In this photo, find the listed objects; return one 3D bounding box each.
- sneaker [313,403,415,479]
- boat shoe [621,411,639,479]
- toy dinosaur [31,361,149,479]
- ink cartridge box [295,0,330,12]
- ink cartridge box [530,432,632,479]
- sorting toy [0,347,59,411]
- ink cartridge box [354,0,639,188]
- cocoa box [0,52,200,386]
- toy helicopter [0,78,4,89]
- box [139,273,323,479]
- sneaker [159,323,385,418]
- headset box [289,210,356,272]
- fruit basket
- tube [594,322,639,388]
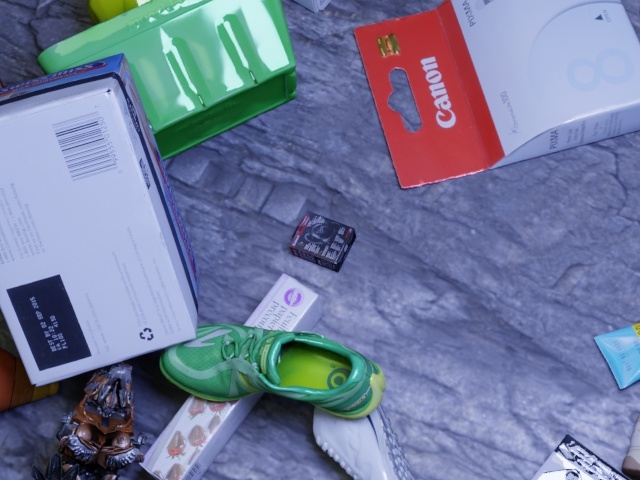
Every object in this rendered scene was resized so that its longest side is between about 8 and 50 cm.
[{"bbox_3d":[0.049,0.264,1.552,0.095,0.090,0.235,-27,57,5],"label":"sneaker"},{"bbox_3d":[0.543,0.281,1.443,0.341,0.121,0.110,16,68,17],"label":"boat shoe"},{"bbox_3d":[-0.290,0.319,1.525,0.164,0.218,0.322,-4,93,-18],"label":"toy dinosaur"},{"bbox_3d":[-0.043,-0.481,1.922,0.208,0.087,0.153,33,73,20],"label":"ink cartridge box"},{"bbox_3d":[0.360,0.341,1.482,0.207,0.046,0.097,35,74,22],"label":"ink cartridge box"},{"bbox_3d":[-0.417,0.308,1.597,0.126,0.127,0.365,8,64,-21],"label":"sorting toy"},{"bbox_3d":[0.265,-0.266,1.772,0.385,0.091,0.308,-14,63,0],"label":"ink cartridge box"},{"bbox_3d":[-0.313,-0.034,1.565,0.231,0.347,0.228,-16,20,2],"label":"cocoa box"},{"bbox_3d":[-0.590,-0.303,1.761,0.140,0.355,0.235,-18,80,-1],"label":"toy helicopter"},{"bbox_3d":[-0.115,0.194,1.612,0.063,0.067,0.324,31,73,20],"label":"box"},{"bbox_3d":[-0.065,0.148,1.518,0.295,0.123,0.109,5,64,16],"label":"sneaker"},{"bbox_3d":[0.000,0.000,1.709,0.083,0.032,0.062,20,68,18],"label":"headset box"},{"bbox_3d":[-0.240,-0.324,1.793,0.392,0.283,0.392,0,80,-1],"label":"fruit basket"},{"bbox_3d":[0.472,0.122,1.578,0.207,0.052,0.080,-23,53,3],"label":"tube"}]
